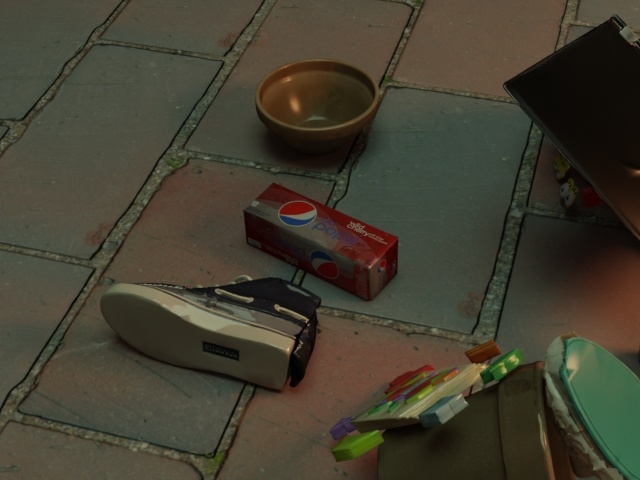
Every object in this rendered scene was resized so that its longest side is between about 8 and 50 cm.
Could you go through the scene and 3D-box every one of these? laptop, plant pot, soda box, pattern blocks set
[{"bbox_3d":[0.517,-0.145,1.749,0.236,0.408,0.382,-40,78,6],"label":"laptop"},{"bbox_3d":[-0.005,-0.242,2.054,0.237,0.109,0.237,-2,43,1],"label":"plant pot"},{"bbox_3d":[0.000,0.000,1.807,0.263,0.083,0.092,25,50,26],"label":"soda box"},{"bbox_3d":[0.129,0.208,1.424,0.285,0.325,0.026,-31,91,-39],"label":"pattern blocks set"},{"bbox_3d":[0.199,0.300,1.372,0.229,0.263,0.263,-10,40,16],"label":"plant pot"}]

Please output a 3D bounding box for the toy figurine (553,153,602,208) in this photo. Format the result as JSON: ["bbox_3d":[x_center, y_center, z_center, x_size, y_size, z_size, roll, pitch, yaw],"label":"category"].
[{"bbox_3d":[0.482,-0.248,1.927,0.191,0.217,0.362,-18,33,16],"label":"toy figurine"}]

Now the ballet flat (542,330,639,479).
[{"bbox_3d":[0.391,0.288,1.318,0.409,0.147,0.147,44,48,-9],"label":"ballet flat"}]

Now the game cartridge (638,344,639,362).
[{"bbox_3d":[0.534,0.197,1.486,0.062,0.198,0.297,-20,44,-4],"label":"game cartridge"}]

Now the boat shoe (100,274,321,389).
[{"bbox_3d":[-0.161,0.115,1.673,0.341,0.127,0.158,19,39,10],"label":"boat shoe"}]
